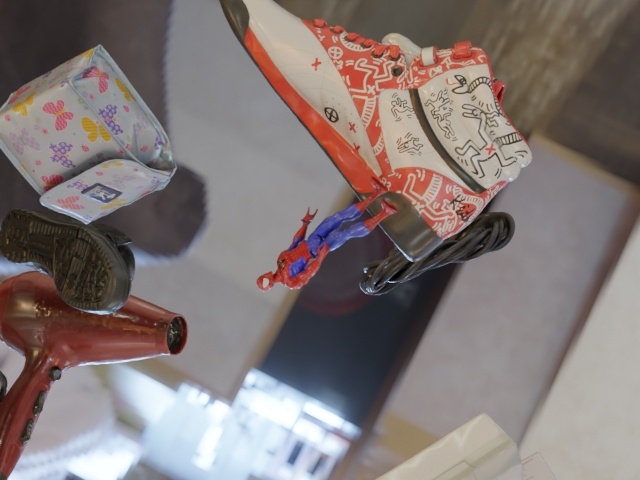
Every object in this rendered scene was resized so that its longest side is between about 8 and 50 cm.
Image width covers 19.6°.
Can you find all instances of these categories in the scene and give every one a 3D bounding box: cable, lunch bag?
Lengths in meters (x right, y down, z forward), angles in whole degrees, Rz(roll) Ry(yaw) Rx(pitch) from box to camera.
[{"bbox_3d":[0.125,0.017,1.981,0.150,0.184,0.047,-11,99,49],"label":"cable"},{"bbox_3d":[-0.127,-0.052,1.004,0.071,0.053,0.083,-22,116,32],"label":"lunch bag"}]

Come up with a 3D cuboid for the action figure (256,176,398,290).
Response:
[{"bbox_3d":[0.000,0.000,1.311,0.030,0.115,0.038,31,-154,-49],"label":"action figure"}]

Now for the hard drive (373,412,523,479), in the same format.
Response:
[{"bbox_3d":[-0.025,0.235,0.960,0.040,0.307,0.203,44,154,37],"label":"hard drive"}]

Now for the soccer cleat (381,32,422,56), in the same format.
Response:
[{"bbox_3d":[0.147,-0.179,2.191,0.196,0.076,0.068,49,168,-18],"label":"soccer cleat"}]

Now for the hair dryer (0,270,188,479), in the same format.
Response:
[{"bbox_3d":[-0.247,0.129,1.612,0.223,0.293,0.080,65,-172,32],"label":"hair dryer"}]

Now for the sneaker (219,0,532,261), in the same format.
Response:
[{"bbox_3d":[0.048,-0.127,1.446,0.270,0.145,0.090,52,-178,15],"label":"sneaker"}]

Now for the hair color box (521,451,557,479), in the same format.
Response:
[{"bbox_3d":[0.206,0.294,1.721,0.167,0.093,0.053,59,164,19],"label":"hair color box"}]

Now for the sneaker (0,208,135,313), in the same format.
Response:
[{"bbox_3d":[-0.153,0.012,1.246,0.089,0.051,0.170,13,-172,-43],"label":"sneaker"}]
